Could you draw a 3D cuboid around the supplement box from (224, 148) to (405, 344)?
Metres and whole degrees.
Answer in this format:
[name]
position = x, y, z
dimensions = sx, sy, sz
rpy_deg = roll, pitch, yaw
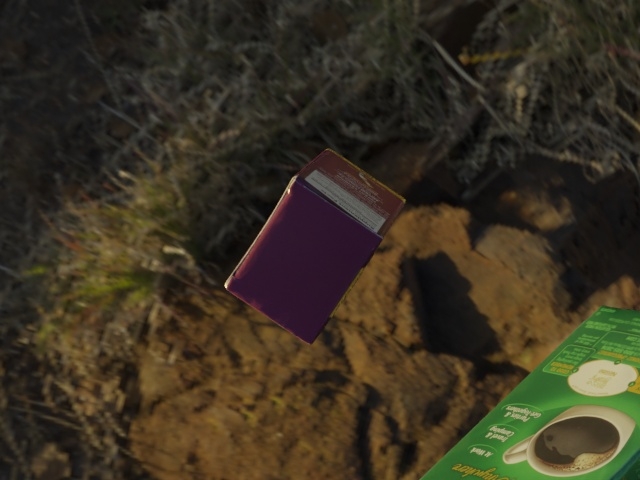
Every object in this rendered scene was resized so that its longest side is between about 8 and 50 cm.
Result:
[supplement box]
position = 0.000, 0.000, 0.608
dimensions = 0.043, 0.083, 0.055
rpy_deg = 35, 106, 2

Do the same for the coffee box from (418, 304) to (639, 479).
[coffee box]
position = 0.127, 0.106, 0.740
dimensions = 0.184, 0.040, 0.113
rpy_deg = -40, 25, -25
